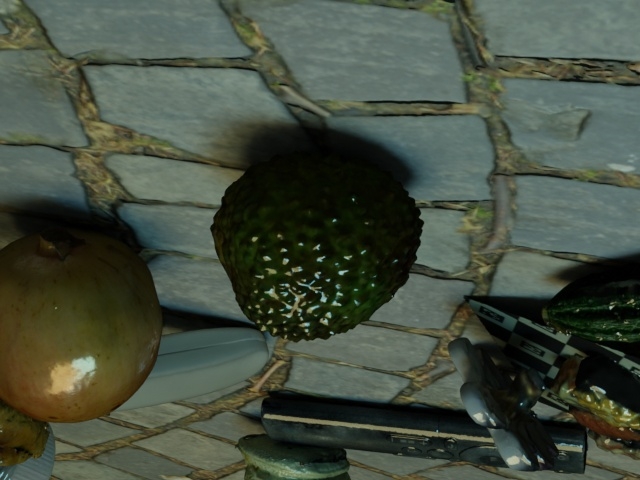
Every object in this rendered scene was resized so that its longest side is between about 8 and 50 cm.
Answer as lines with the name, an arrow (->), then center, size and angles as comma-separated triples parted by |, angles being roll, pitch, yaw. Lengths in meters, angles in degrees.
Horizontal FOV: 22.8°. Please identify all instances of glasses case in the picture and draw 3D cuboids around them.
glasses case -> -0.167, 0.136, 1.660 | 0.233, 0.059, 0.092 | -9, 154, -19

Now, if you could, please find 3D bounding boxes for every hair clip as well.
hair clip -> 0.184, 0.161, 1.558 | 0.075, 0.146, 0.257 | -37, 166, 0

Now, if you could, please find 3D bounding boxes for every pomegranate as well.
pomegranate -> -0.233, 0.076, 1.484 | 0.191, 0.191, 0.191 | 8, 156, 4

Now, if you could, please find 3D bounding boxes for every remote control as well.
remote control -> 0.122, 0.229, 1.859 | 0.377, 0.044, 0.107 | 5, 162, 11

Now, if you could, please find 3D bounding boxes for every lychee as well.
lychee -> 0.000, 0.000, 1.272 | 0.171, 0.171, 0.171 | 8, 156, 4

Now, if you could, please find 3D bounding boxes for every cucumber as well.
cucumber -> 0.311, 0.048, 1.352 | 0.265, 0.077, 0.077 | -12, 149, 44

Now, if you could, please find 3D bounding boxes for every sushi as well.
sushi -> 0.277, 0.170, 1.555 | 0.264, 0.050, 0.290 | 19, 164, 33

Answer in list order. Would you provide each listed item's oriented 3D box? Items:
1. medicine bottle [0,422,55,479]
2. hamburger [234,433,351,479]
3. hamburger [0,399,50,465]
medicine bottle -> -0.470, 0.236, 1.956 | 0.165, 0.165, 0.273 | -9, 150, 36
hamburger -> -0.030, 0.274, 1.949 | 0.140, 0.062, 0.133 | -1, -169, -23
hamburger -> -0.395, 0.147, 1.731 | 0.244, 0.163, 0.244 | 15, 170, 3
